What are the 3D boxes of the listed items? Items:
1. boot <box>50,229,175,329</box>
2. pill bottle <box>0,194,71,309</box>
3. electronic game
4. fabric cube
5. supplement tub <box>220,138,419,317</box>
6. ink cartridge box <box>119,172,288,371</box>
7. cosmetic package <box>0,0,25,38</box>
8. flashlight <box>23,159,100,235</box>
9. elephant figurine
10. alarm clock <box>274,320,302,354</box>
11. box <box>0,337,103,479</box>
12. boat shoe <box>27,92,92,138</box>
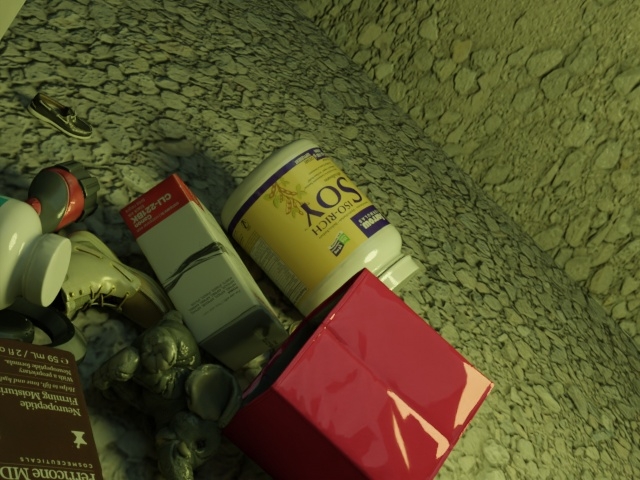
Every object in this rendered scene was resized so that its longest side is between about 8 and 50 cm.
[{"bbox_3d":[-0.332,0.083,1.510,0.213,0.077,0.165,39,25,3],"label":"boot"},{"bbox_3d":[-0.457,0.001,1.284,0.264,0.146,0.146,18,28,0],"label":"pill bottle"},{"bbox_3d":[-0.412,0.117,1.299,0.229,0.048,0.229,17,13,-4],"label":"electronic game"},{"bbox_3d":[0.047,0.244,1.505,0.258,0.254,0.259,41,57,-2],"label":"fabric cube"},{"bbox_3d":[0.000,0.000,1.915,0.331,0.241,0.241,47,26,8],"label":"supplement tub"},{"bbox_3d":[-0.184,0.056,1.634,0.273,0.114,0.197,55,-1,24],"label":"ink cartridge box"},{"bbox_3d":[-0.575,-0.338,1.466,0.197,0.365,0.155,15,37,-43],"label":"cosmetic package"},{"bbox_3d":[-0.449,-0.041,1.507,0.103,0.103,0.304,21,22,16],"label":"flashlight"},{"bbox_3d":[-0.195,0.240,1.418,0.239,0.186,0.169,53,-14,-4],"label":"elephant figurine"},{"bbox_3d":[-0.034,0.194,1.778,0.192,0.064,0.129,43,26,-6],"label":"alarm clock"},{"bbox_3d":[-0.365,0.237,1.126,0.168,0.167,0.203,18,36,-43],"label":"box"},{"bbox_3d":[-0.462,-0.225,1.829,0.125,0.038,0.046,29,29,-27],"label":"boat shoe"}]
